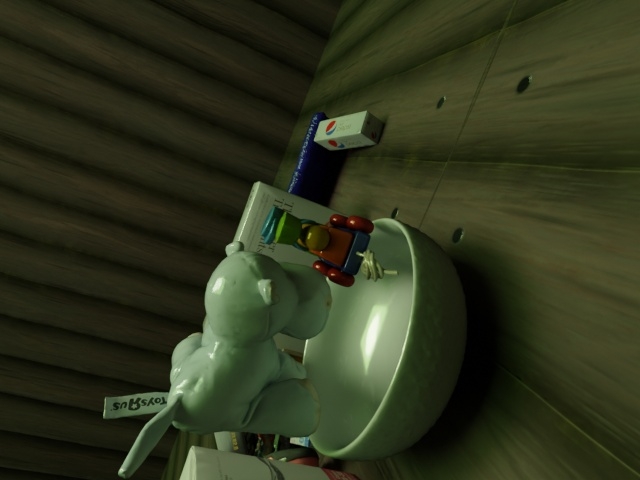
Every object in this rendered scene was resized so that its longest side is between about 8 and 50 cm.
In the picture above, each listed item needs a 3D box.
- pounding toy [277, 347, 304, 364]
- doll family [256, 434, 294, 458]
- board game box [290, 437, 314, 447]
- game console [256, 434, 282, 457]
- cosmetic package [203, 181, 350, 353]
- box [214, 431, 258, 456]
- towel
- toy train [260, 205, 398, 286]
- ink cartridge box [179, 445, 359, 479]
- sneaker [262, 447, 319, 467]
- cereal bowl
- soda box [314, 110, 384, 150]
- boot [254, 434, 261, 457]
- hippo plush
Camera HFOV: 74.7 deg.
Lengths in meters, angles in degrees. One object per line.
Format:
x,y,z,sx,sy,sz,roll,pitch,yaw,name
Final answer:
-0.072,0.282,0.887,0.181,0.206,0.094,-93,28,-53,pounding toy
-0.083,0.380,1.001,0.263,0.119,0.163,-105,20,-69,doll family
0.003,0.365,0.759,0.090,0.090,0.019,139,143,-58,board game box
-0.122,0.535,1.080,0.107,0.071,0.122,-6,63,42,game console
-0.084,0.083,1.018,0.376,0.285,0.097,-70,18,1,cosmetic package
-0.192,0.378,0.925,0.231,0.056,0.182,107,147,-74,box
-0.010,-0.246,1.394,0.228,0.076,0.307,8,-80,-74,towel
0.000,0.000,0.605,0.248,0.144,0.105,-162,91,-74,toy train
-0.085,0.442,0.611,0.207,0.283,0.117,-72,17,-6,ink cartridge box
-0.083,0.509,0.769,0.313,0.116,0.136,-57,36,20,sneaker
0.098,0.146,0.622,0.338,0.141,0.338,-56,22,36,cereal bowl
0.077,-0.313,1.214,0.216,0.074,0.069,8,78,53,soda box
-0.227,0.632,1.183,0.236,0.085,0.178,-25,47,57,boot
-0.116,0.120,0.579,0.234,0.295,0.236,25,101,52,hippo plush
